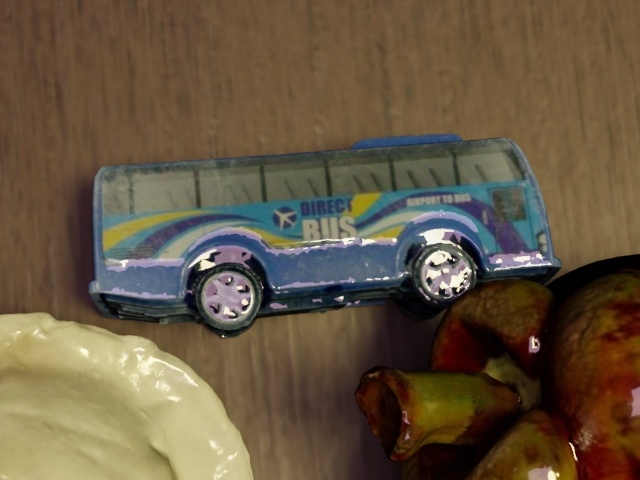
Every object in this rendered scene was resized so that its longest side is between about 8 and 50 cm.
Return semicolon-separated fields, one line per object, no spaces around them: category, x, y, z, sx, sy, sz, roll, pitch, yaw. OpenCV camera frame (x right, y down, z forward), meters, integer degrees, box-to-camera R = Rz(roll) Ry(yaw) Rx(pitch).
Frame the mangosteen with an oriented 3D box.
mangosteen;0.125;0.097;0.506;0.250;0.211;0.211;23;81;-23

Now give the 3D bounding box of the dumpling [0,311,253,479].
dumpling;-0.122;0.121;0.540;0.216;0.126;0.166;37;66;3

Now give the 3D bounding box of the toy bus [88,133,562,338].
toy bus;0.000;-0.002;0.582;0.236;0.079;0.094;-5;82;-5
